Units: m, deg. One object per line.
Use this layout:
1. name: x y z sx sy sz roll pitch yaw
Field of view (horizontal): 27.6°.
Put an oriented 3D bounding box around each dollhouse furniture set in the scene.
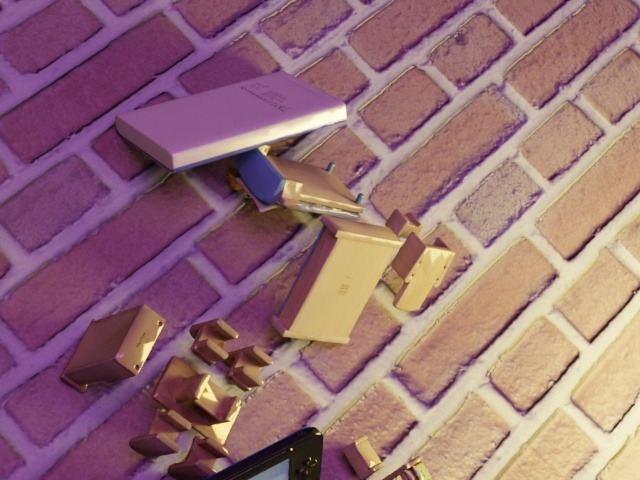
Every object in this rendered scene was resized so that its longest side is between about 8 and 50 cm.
1. dollhouse furniture set: -0.234 0.215 1.944 0.242 0.161 0.212 41 56 -24
2. dollhouse furniture set: 0.000 0.000 2.155 0.286 0.198 0.303 10 27 -39
3. dollhouse furniture set: 0.098 0.373 1.939 0.182 0.101 0.161 57 27 11

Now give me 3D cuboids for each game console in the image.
1. game console: -0.081 0.447 1.845 0.293 0.250 0.173 -24 48 -29

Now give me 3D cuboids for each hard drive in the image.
1. hard drive: -0.148 -0.200 2.142 0.318 0.040 0.210 -19 31 -27
